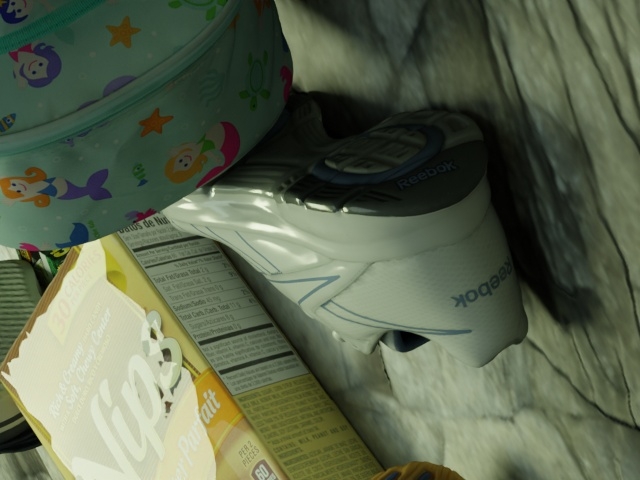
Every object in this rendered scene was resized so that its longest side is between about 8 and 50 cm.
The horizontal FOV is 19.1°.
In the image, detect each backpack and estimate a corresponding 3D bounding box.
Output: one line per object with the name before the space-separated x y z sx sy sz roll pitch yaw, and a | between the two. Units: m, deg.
backpack | -0.143 -0.128 1.000 0.253 0.225 0.191 53 168 34

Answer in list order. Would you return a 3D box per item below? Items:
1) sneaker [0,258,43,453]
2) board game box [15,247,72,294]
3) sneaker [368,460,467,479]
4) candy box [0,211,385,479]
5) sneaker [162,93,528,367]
sneaker | -0.251 0.119 1.527 0.321 0.126 0.127 -112 8 -72
board game box | -0.195 0.114 1.661 0.136 0.030 0.260 21 134 55
sneaker | 0.130 0.250 1.053 0.296 0.112 0.131 52 173 27
candy box | -0.077 0.146 1.282 0.316 0.087 0.183 52 128 21
sneaker | 0.000 0.000 1.018 0.297 0.111 0.129 19 138 61
